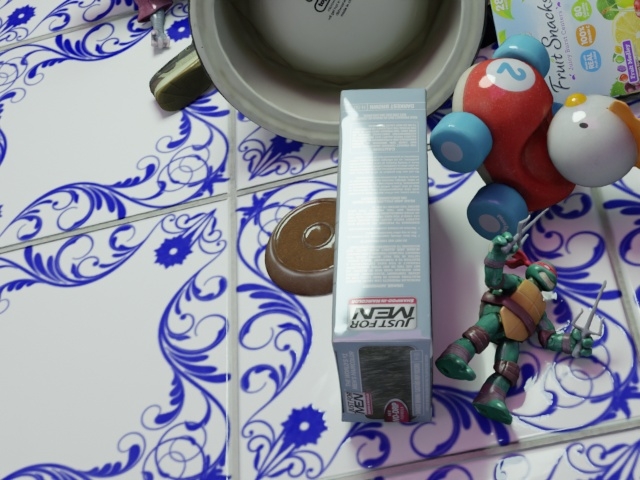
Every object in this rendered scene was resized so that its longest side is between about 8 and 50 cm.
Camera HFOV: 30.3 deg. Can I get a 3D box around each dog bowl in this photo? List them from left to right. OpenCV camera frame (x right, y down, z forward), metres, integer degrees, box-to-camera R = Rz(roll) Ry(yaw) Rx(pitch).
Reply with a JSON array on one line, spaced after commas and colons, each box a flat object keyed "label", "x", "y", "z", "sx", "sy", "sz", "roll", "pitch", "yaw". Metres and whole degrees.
[{"label": "dog bowl", "x": 0.024, "y": -0.344, "z": 1.657, "sx": 0.407, "sy": 0.408, "sz": 0.150, "roll": -13, "pitch": 31, "yaw": 10}]

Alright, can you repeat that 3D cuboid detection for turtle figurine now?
[{"label": "turtle figurine", "x": 0.236, "y": 0.088, "z": 1.385, "sx": 0.175, "sy": 0.118, "sz": 0.234, "roll": 39, "pitch": 68, "yaw": -4}]

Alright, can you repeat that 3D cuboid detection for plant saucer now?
[{"label": "plant saucer", "x": 0.000, "y": 0.000, "z": 1.602, "sx": 0.168, "sy": 0.029, "sz": 0.168, "roll": -10, "pitch": 48, "yaw": 11}]

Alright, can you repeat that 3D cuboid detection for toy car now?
[{"label": "toy car", "x": 0.300, "y": -0.137, "z": 1.446, "sx": 0.238, "sy": 0.210, "sz": 0.219, "roll": -5, "pitch": 35, "yaw": 43}]

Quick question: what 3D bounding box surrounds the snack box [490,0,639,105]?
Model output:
[{"label": "snack box", "x": 0.347, "y": -0.274, "z": 1.604, "sx": 0.207, "sy": 0.175, "sz": 0.070, "roll": -12, "pitch": 10, "yaw": 13}]

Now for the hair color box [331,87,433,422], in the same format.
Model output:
[{"label": "hair color box", "x": 0.078, "y": 0.013, "z": 1.434, "sx": 0.113, "sy": 0.185, "sz": 0.375, "roll": -1, "pitch": 53, "yaw": 5}]

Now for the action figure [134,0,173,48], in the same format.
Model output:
[{"label": "action figure", "x": -0.266, "y": -0.493, "z": 1.973, "sx": 0.370, "sy": 0.248, "sz": 0.276, "roll": 0, "pitch": 51, "yaw": 17}]

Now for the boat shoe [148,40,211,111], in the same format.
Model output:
[{"label": "boat shoe", "x": -0.179, "y": -0.295, "z": 1.885, "sx": 0.223, "sy": 0.080, "sz": 0.073, "roll": -37, "pitch": 53, "yaw": -6}]

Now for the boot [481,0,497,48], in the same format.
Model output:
[{"label": "boot", "x": 0.296, "y": -0.374, "z": 1.763, "sx": 0.219, "sy": 0.082, "sz": 0.106, "roll": -22, "pitch": 44, "yaw": 15}]
